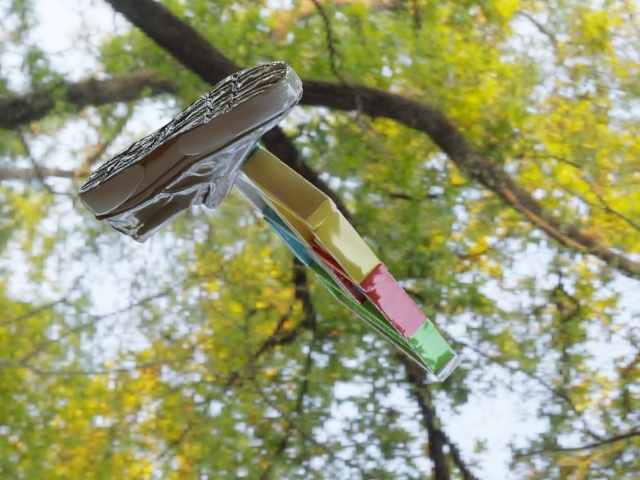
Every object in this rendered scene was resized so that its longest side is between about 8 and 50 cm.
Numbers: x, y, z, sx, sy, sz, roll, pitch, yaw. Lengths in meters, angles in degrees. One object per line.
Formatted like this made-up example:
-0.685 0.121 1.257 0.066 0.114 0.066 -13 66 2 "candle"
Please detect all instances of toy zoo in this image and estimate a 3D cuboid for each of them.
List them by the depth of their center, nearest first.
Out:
0.000 0.000 1.187 0.030 0.293 0.192 -46 -141 -7 "toy zoo"

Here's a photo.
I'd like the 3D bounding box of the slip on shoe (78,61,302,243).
-0.053 -0.036 0.584 0.135 0.051 0.041 -28 -68 34 "slip on shoe"
